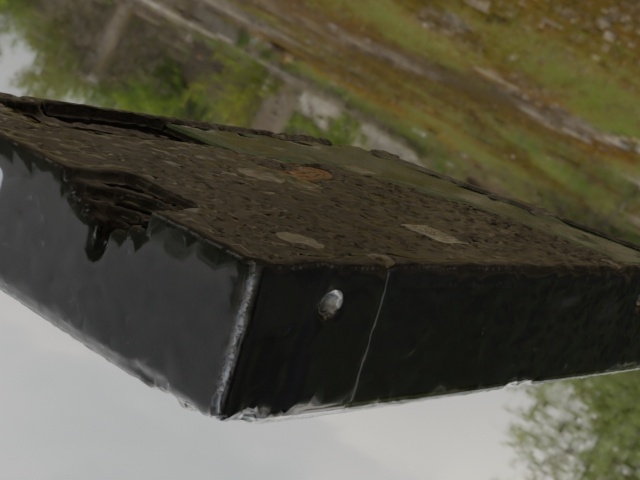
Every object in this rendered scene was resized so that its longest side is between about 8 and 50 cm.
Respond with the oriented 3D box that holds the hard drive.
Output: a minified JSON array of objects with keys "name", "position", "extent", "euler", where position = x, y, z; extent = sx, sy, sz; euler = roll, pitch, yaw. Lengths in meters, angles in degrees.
[{"name":"hard drive","position":[0.000,0.000,0.541],"extent":[0.237,0.064,0.339],"euler":[25,-165,37]}]
